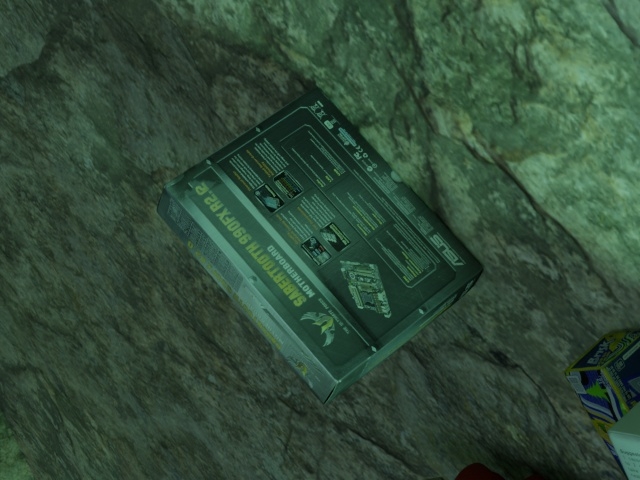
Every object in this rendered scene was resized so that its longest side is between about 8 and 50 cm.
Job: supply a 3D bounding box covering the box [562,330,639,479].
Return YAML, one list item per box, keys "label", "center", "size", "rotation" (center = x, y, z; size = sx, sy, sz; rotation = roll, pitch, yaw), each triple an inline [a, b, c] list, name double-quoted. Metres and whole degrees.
- label: "box"
  center: [0.266, 0.156, 1.132]
  size: [0.169, 0.059, 0.054]
  rotation: [59, 152, -9]

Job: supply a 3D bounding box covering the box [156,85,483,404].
- label: "box"
  center: [0.000, 0.000, 1.246]
  size: [0.231, 0.183, 0.056]
  rotation: [48, 153, 11]

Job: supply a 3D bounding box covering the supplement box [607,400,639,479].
- label: "supplement box"
  center: [0.319, 0.203, 1.041]
  size: [0.114, 0.111, 0.220]
  rotation: [0, 122, 58]

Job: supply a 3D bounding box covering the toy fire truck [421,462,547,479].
- label: "toy fire truck"
  center: [0.168, 0.315, 1.407]
  size: [0.246, 0.158, 0.217]
  rotation: [38, 152, 53]
